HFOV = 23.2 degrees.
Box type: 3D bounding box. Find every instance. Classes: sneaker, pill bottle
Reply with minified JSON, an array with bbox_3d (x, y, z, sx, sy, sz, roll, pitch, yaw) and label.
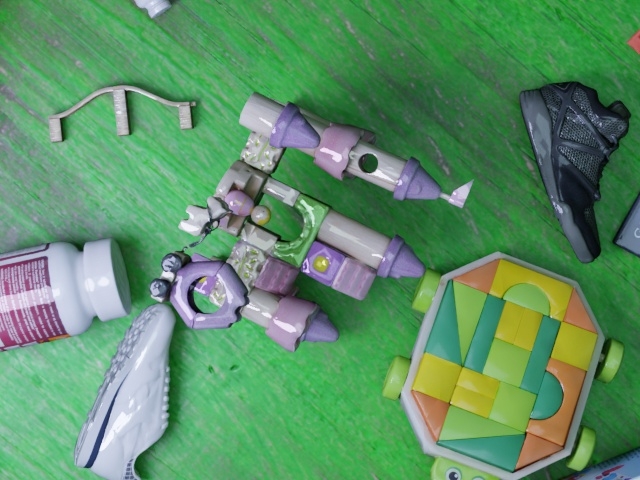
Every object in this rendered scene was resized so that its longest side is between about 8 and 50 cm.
[{"bbox_3d":[0.335,-0.091,1.924,0.130,0.087,0.227,-15,86,9],"label":"sneaker"},{"bbox_3d":[-0.227,0.192,1.962,0.095,0.090,0.235,24,97,-12],"label":"sneaker"},{"bbox_3d":[-0.221,-0.322,1.953,0.043,0.043,0.083,-32,91,3],"label":"pill bottle"},{"bbox_3d":[-0.354,0.068,1.933,0.221,0.121,0.121,-12,92,2],"label":"pill bottle"}]

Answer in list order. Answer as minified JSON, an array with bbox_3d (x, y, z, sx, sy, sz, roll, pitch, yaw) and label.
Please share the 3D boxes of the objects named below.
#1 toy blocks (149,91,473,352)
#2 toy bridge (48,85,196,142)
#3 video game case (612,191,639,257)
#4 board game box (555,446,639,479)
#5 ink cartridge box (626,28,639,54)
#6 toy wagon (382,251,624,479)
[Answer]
[{"bbox_3d":[0.000,0.000,1.826,0.260,0.309,0.288,27,93,7],"label":"toy blocks"},{"bbox_3d":[-0.250,-0.163,1.968,0.188,0.026,0.063,-6,91,2],"label":"toy bridge"},{"bbox_3d":[0.534,-0.017,1.953,0.274,0.026,0.196,29,93,1],"label":"video game case"},{"bbox_3d":[0.381,0.348,1.912,0.275,0.144,0.142,-22,92,3],"label":"board game box"},{"bbox_3d":[0.446,-0.230,1.944,0.115,0.029,0.063,43,93,-1],"label":"ink cartridge box"},{"bbox_3d":[0.214,0.193,1.910,0.267,0.068,0.344,21,74,-1],"label":"toy wagon"}]
